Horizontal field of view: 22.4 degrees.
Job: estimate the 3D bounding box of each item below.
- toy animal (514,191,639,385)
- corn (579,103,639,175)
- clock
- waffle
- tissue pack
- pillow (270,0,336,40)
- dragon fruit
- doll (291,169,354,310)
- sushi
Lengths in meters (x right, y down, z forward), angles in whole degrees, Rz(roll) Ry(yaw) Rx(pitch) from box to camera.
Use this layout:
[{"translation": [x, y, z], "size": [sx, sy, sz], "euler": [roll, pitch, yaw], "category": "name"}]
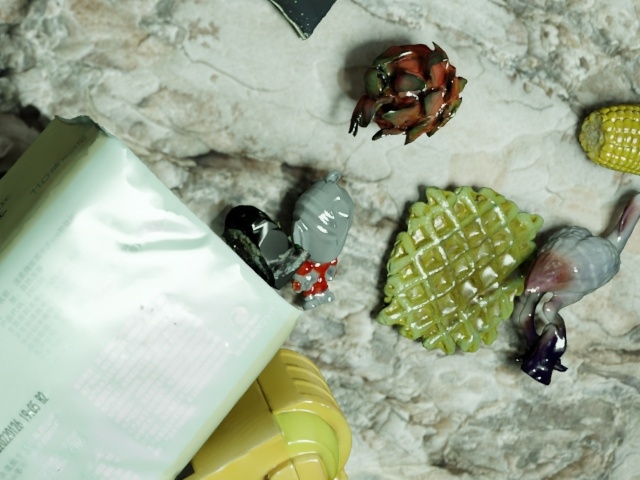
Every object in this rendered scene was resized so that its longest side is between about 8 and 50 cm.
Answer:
[{"translation": [0.337, 0.029, 2.068], "size": [0.324, 0.090, 0.195], "euler": [-53, 150, -15], "category": "toy animal"}, {"translation": [0.474, -0.125, 2.115], "size": [0.305, 0.106, 0.106], "euler": [5, 99, -26], "category": "corn"}, {"translation": [-0.038, 0.297, 1.849], "size": [0.200, 0.244, 0.317], "euler": [-24, 119, -1], "category": "clock"}, {"translation": [0.174, 0.036, 2.004], "size": [0.207, 0.054, 0.214], "euler": [16, 95, -35], "category": "waffle"}, {"translation": [-0.273, 0.122, 1.683], "size": [0.332, 0.205, 0.405], "euler": [45, 79, -26], "category": "tissue pack"}, {"translation": [0.007, -0.344, 1.826], "size": [0.208, 0.055, 0.141], "euler": [-53, 128, -8], "category": "pillow"}, {"translation": [0.103, -0.170, 1.878], "size": [0.142, 0.121, 0.130], "euler": [23, 79, -62], "category": "dragon fruit"}, {"translation": [0.000, 0.000, 1.891], "size": [0.094, 0.079, 0.180], "euler": [-16, 123, -41], "category": "doll"}, {"translation": [-0.072, 0.002, 1.840], "size": [0.056, 0.084, 0.083], "euler": [-48, 120, -13], "category": "sushi"}]
